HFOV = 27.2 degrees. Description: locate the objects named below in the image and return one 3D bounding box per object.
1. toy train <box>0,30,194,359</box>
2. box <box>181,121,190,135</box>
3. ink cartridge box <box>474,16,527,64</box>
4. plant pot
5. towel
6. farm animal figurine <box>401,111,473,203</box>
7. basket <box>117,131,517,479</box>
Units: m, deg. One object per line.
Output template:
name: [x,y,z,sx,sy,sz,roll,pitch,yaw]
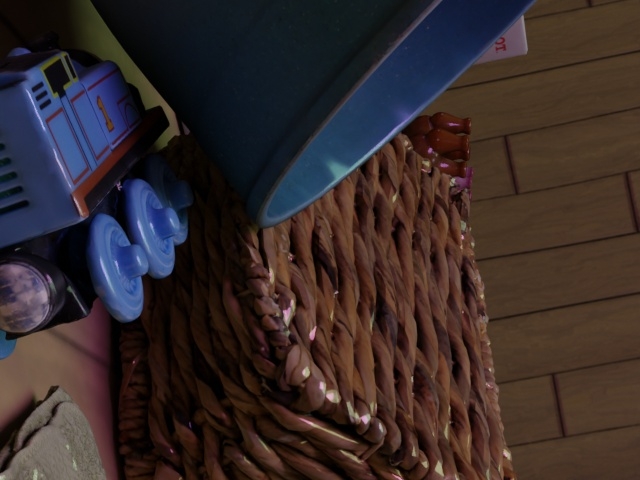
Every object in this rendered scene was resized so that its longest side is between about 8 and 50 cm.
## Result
toy train: [-0.105,-0.026,0.528,0.184,0.080,0.105,-74,147,-72]
box: [-0.086,-0.153,0.967,0.145,0.038,0.186,-79,158,-71]
ink cartridge box: [0.078,-0.272,1.431,0.198,0.273,0.114,64,17,-62]
plant pot: [-0.017,-0.188,0.620,0.255,0.271,0.271,46,6,5]
towel: [-0.098,0.140,0.527,0.110,0.027,0.148,-72,150,-72]
farm animal figurine: [0.080,0.015,1.532,0.330,0.172,0.326,81,15,-56]
basket: [-0.045,0.062,0.778,0.213,0.223,0.299,36,32,-28]
